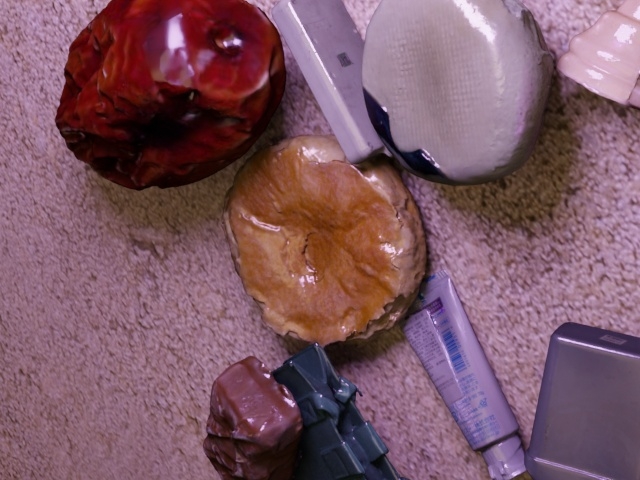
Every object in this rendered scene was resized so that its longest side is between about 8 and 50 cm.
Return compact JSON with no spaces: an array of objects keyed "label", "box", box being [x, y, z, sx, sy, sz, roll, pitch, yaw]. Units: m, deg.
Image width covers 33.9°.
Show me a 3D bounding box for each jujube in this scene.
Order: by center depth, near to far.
[{"label":"jujube","box":[-0.214,-0.215,1.477,0.377,0.276,0.277,-13,97,58]}]

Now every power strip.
[{"label":"power strip","box":[0.029,-0.229,1.440,0.046,0.118,0.270,-29,88,42]}]

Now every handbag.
[{"label":"handbag","box":[0.023,0.321,1.547,0.326,0.089,0.238,61,151,5]}]

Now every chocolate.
[{"label":"chocolate","box":[-0.104,0.285,1.544,0.148,0.093,0.214,42,143,31]}]

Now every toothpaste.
[{"label":"toothpaste","box":[0.204,0.196,1.487,0.114,0.073,0.299,-35,76,35]}]

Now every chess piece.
[{"label":"chess piece","box":[0.410,-0.309,1.225,0.139,0.124,0.307,48,121,47]}]

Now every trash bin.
[{"label":"trash bin","box":[0.371,0.241,1.386,0.176,0.101,0.236,13,106,27]}]

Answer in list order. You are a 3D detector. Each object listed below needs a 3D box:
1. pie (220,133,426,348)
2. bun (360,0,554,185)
[{"label":"pie","box":[0.000,0.000,1.532,0.339,0.083,0.340,7,103,29]},{"label":"bun","box":[0.188,-0.211,1.337,0.283,0.179,0.283,20,118,44]}]
